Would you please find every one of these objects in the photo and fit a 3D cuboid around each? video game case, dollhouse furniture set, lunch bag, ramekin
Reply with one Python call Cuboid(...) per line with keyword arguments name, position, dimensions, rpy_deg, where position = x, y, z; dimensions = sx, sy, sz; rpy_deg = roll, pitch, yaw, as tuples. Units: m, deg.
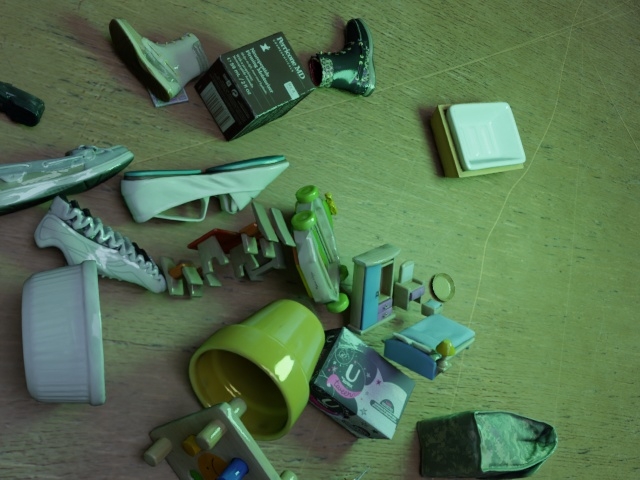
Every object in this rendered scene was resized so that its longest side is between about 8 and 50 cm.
Cuboid(name="video game case", position=(-0.377, -0.382, 1.538), dimensions=(0.087, 0.011, 0.122), rpy_deg=(-21, 88, -34))
Cuboid(name="dollhouse furniture set", position=(0.258, 0.149, 1.551), dimensions=(0.286, 0.303, 0.198), rpy_deg=(-20, 123, -42))
Cuboid(name="lunch bag", position=(0.431, 0.525, 1.646), dimensions=(0.287, 0.235, 0.168), rpy_deg=(8, 67, -29))
Cuboid(name="dollhouse furniture set", position=(-0.187, 0.010, 1.419), dimensions=(0.259, 0.262, 0.135), rpy_deg=(15, 49, -64))
Cuboid(name="ramekin", position=(-0.470, 0.174, 1.183), dimensions=(0.127, 0.273, 0.272), rpy_deg=(-4, 78, -20))

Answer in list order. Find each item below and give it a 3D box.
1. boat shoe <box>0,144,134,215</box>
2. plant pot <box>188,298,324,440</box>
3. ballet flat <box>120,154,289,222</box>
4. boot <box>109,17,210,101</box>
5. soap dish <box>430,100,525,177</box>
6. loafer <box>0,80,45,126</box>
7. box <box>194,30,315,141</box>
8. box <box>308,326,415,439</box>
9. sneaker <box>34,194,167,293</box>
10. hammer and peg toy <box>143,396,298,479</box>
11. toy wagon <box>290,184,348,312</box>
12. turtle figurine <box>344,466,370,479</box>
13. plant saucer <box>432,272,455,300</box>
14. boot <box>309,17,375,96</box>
Cuboid(name="boat shoe", position=(-0.540, -0.143, 1.311), dimensions=(0.320, 0.118, 0.103), rpy_deg=(-24, 92, -27))
Cuboid(name="plant pot", position=(-0.115, 0.258, 1.395), dimensions=(0.254, 0.254, 0.239), rpy_deg=(52, 41, -9))
Cuboid(name="ballet flat", position=(-0.256, -0.115, 1.484), dimensions=(0.400, 0.139, 0.139), rpy_deg=(-11, 83, -29))
Cuboid(name="boot", position=(-0.373, -0.451, 1.507), dimensions=(0.213, 0.077, 0.165), rpy_deg=(52, 57, -15))
Cuboid(name="soap dish", position=(0.480, -0.308, 1.981), dimensions=(0.291, 0.118, 0.228), rpy_deg=(-11, 82, -33))
Cuboid(name="loafer", position=(-0.655, -0.299, 1.323), dimensions=(0.170, 0.062, 0.061), rpy_deg=(31, 40, -25))
Cuboid(name="box", position=(-0.162, -0.375, 1.574), dimensions=(0.203, 0.167, 0.168), rpy_deg=(-35, 96, -34))
Cuboid(name="box", position=(0.075, 0.345, 1.534), dimensions=(0.247, 0.142, 0.163), rpy_deg=(39, 59, -16))
Cuboid(name="sneaker", position=(-0.451, 0.032, 1.335), dimensions=(0.292, 0.110, 0.118), rpy_deg=(39, 85, -24))
Cuboid(name="hammer and peg toy", position=(-0.163, 0.494, 1.277), dimensions=(0.361, 0.266, 0.127), rpy_deg=(56, 38, -5))
Cuboid(name="toy wagon", position=(0.000, 0.000, 1.563), dimensions=(0.344, 0.068, 0.267), rpy_deg=(-86, 159, -56))
Cuboid(name="turtle figurine", position=(0.079, 0.645, 1.469), dimensions=(0.175, 0.118, 0.234), rpy_deg=(38, 75, -1))
Cuboid(name="plant saucer", position=(0.350, 0.134, 1.838), dimensions=(0.083, 0.015, 0.083), rpy_deg=(9, 71, -29))
Cuboid(name="boot", position=(0.057, -0.523, 1.801), dimensions=(0.179, 0.085, 0.236), rpy_deg=(-1, 78, -30))
